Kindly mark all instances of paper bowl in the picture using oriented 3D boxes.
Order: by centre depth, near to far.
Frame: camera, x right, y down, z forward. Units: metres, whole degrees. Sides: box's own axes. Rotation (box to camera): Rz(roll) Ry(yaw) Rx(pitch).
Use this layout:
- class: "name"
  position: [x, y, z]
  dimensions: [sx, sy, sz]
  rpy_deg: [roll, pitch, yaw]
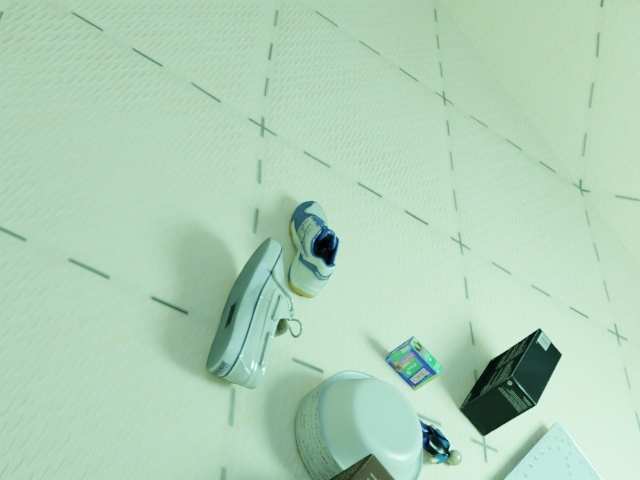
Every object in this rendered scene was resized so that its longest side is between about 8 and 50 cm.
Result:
- class: "paper bowl"
  position: [0.098, 0.404, 1.889]
  dimensions: [0.284, 0.148, 0.284]
  rpy_deg: [25, 43, -26]

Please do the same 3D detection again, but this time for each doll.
- class: "doll"
  position: [0.254, 0.462, 2.073]
  dimensions: [0.189, 0.046, 0.129]
  rpy_deg: [41, 27, -20]

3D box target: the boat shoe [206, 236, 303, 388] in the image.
- class: "boat shoe"
  position: [-0.112, 0.160, 1.910]
  dimensions: [0.156, 0.136, 0.367]
  rpy_deg: [34, 41, -18]

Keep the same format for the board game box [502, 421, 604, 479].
- class: "board game box"
  position: [0.624, 0.693, 2.232]
  dimensions: [0.390, 0.050, 0.390]
  rpy_deg: [54, 37, 10]

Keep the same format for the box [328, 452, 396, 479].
- class: "box"
  position: [-0.003, 0.562, 1.602]
  dimensions: [0.143, 0.191, 0.381]
  rpy_deg: [51, 37, 5]

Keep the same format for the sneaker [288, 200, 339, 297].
- class: "sneaker"
  position: [0.000, 0.000, 2.175]
  dimensions: [0.112, 0.131, 0.296]
  rpy_deg: [25, 41, -25]

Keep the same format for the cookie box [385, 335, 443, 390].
- class: "cookie box"
  position: [0.225, 0.296, 2.160]
  dimensions: [0.107, 0.092, 0.040]
  rpy_deg: [45, 39, -3]

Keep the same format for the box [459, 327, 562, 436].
- class: "box"
  position: [0.487, 0.358, 2.290]
  dimensions: [0.103, 0.184, 0.261]
  rpy_deg: [51, 36, 0]
